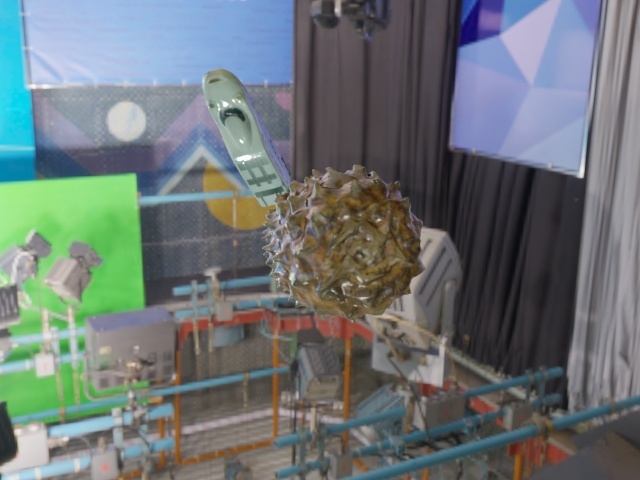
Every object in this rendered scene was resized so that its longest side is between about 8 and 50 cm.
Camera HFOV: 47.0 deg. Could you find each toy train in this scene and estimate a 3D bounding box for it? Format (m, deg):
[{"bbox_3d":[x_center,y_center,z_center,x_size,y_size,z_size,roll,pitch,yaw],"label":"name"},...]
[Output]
[{"bbox_3d":[-0.090,-0.122,0.915,0.052,0.051,0.234,-14,151,8],"label":"toy train"}]

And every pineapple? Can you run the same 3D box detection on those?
[{"bbox_3d":[0.000,0.000,0.877,0.175,0.174,0.361,-3,-179,-15],"label":"pineapple"}]
